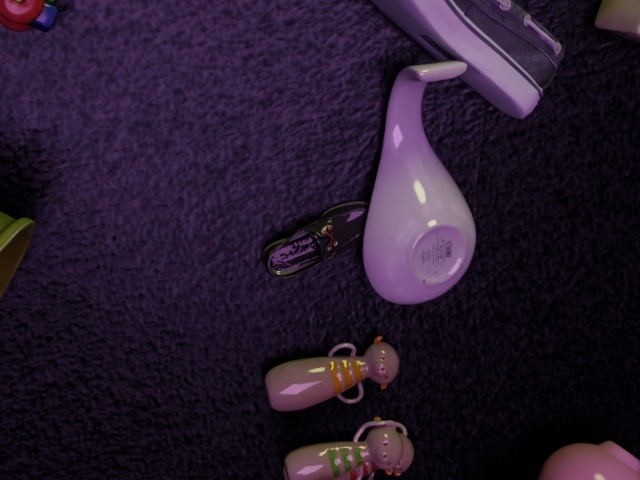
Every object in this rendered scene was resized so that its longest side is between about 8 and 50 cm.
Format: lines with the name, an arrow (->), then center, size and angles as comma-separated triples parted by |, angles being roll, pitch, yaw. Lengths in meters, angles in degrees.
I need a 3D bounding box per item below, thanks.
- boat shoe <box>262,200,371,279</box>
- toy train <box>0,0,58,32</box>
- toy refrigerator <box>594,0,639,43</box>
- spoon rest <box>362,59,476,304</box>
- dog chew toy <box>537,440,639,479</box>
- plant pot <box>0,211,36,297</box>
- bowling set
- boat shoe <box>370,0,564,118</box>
boat shoe -> 0.001, 0.002, 1.023 | 0.133, 0.042, 0.049 | -27, 105, -4
toy train -> -0.335, -0.294, 0.849 | 0.248, 0.105, 0.143 | 23, 89, -20
toy refrigerator -> 0.383, -0.330, 0.976 | 0.102, 0.094, 0.269 | 13, 103, -20
spoon rest -> 0.107, -0.058, 1.010 | 0.137, 0.084, 0.276 | -12, 118, -22
dog chew toy -> 0.253, 0.375, 1.094 | 0.206, 0.206, 0.332 | 35, 89, -17
plant pot -> -0.492, 0.043, 0.800 | 0.353, 0.366, 0.366 | 33, 97, -9
bowling set -> 0.046, 0.271, 1.028 | 0.154, 0.200, 0.287 | -13, 111, -8
boat shoe -> 0.130, -0.244, 0.940 | 0.301, 0.108, 0.102 | 36, 89, -26
